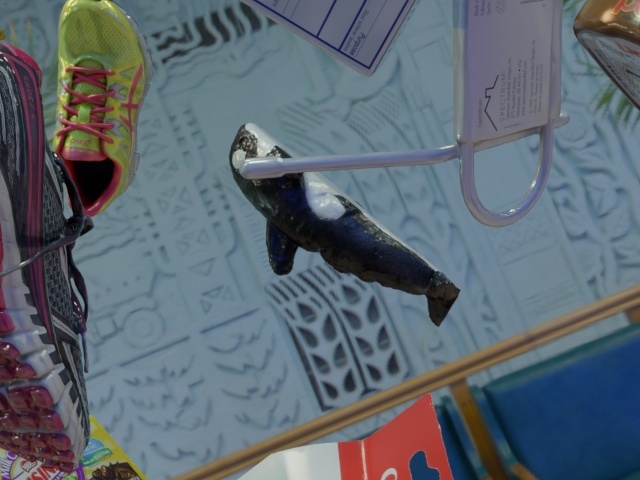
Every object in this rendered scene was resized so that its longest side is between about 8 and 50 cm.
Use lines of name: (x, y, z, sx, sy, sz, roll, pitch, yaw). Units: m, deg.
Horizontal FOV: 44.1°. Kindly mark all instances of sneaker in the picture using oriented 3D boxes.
sneaker: (-0.189, 0.026, 0.496, 0.120, 0.299, 0.112, 13, 35, 21)
sneaker: (-0.197, -0.111, 0.698, 0.081, 0.209, 0.094, 5, 35, 1)

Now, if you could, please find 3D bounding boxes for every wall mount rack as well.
wall mount rack: (0.083, -0.176, 0.656, 0.304, 0.350, 0.130, -17, 24, -31)

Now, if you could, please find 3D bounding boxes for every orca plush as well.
orca plush: (0.000, 0.000, 0.786, 0.102, 0.287, 0.151, -53, -9, 7)

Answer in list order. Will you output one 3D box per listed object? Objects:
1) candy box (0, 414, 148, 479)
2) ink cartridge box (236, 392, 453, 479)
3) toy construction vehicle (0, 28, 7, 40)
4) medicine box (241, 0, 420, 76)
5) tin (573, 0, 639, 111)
candy box: (-0.256, 0.230, 0.755, 0.027, 0.105, 0.206, -52, -16, 12)
ink cartridge box: (-0.002, 0.221, 0.598, 0.224, 0.056, 0.181, -43, 22, 17)
toy construction vehicle: (-0.421, -0.222, 1.022, 0.035, 0.086, 0.098, -22, 11, -42)
medicine box: (0.013, -0.388, 0.924, 0.263, 0.289, 0.149, -58, 3, 32)
tin: (0.186, -0.070, 0.374, 0.189, 0.106, 0.040, 19, -74, -51)
